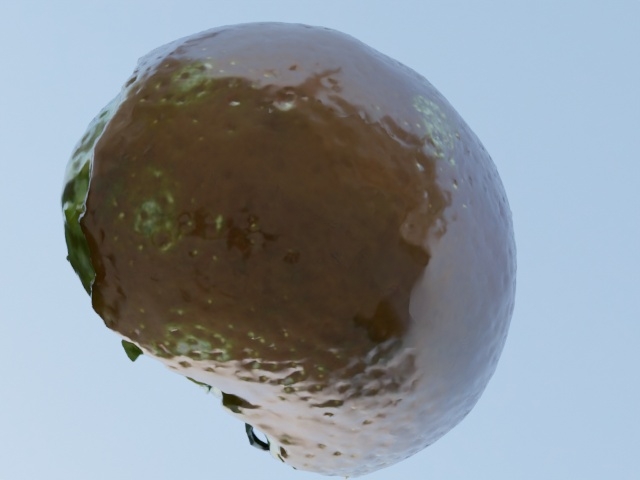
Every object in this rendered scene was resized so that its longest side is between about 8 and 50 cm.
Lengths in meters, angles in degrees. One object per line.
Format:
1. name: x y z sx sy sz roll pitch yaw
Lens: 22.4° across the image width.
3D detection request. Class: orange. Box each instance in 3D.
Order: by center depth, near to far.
1. orange: 0.006 0.000 0.740 0.158 0.179 0.237 -14 -42 30
